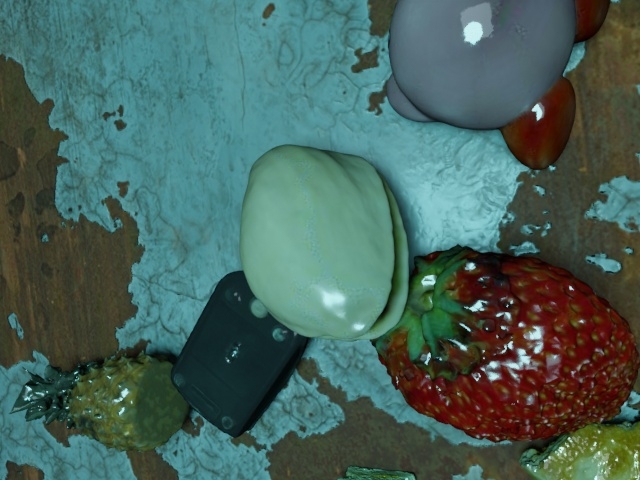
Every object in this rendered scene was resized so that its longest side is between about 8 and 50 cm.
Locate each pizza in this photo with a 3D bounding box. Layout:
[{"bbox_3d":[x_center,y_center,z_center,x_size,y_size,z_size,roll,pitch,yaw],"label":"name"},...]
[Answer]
[{"bbox_3d":[0.404,0.299,0.620,0.271,0.056,0.134,-8,80,12],"label":"pizza"}]

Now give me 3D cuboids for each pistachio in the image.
[{"bbox_3d":[0.000,0.000,0.634,0.226,0.208,0.332,-27,46,9],"label":"pistachio"}]

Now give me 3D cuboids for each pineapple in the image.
[{"bbox_3d":[-0.403,0.278,0.843,0.340,0.169,0.169,-7,91,26],"label":"pineapple"}]

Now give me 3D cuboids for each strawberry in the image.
[{"bbox_3d":[0.227,0.140,0.589,0.288,0.250,0.238,35,97,-13],"label":"strawberry"}]

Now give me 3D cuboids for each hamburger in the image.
[{"bbox_3d":[0.089,0.403,0.735,0.121,0.054,0.084,-5,90,10],"label":"hamburger"}]

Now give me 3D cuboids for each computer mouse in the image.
[{"bbox_3d":[-0.118,0.168,0.762,0.170,0.100,0.269,38,108,16],"label":"computer mouse"}]

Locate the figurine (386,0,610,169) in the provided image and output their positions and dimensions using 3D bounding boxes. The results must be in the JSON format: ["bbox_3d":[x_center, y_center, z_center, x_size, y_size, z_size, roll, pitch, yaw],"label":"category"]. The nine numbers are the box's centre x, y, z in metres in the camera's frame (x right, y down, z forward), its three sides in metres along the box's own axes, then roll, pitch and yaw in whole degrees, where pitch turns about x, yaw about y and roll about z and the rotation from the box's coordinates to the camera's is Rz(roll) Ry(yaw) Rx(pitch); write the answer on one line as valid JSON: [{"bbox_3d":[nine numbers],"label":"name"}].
[{"bbox_3d":[0.208,-0.249,0.580,0.261,0.211,0.270,18,97,16],"label":"figurine"}]
